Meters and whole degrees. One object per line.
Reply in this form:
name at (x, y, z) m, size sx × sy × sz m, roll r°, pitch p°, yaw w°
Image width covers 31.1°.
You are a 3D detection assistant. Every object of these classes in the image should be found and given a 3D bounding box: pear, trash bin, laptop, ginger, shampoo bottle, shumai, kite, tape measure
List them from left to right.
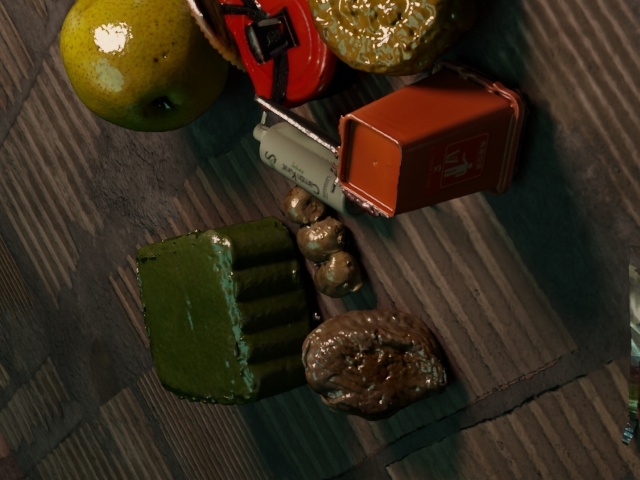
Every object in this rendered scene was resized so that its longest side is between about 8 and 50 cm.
pear at (-0.294, -0.316, 1.951) m, size 0.294 × 0.294 × 0.294 m, roll 27°, pitch 129°, yaw 41°
tape measure at (-0.039, -0.335, 1.764) m, size 0.260 × 0.114 × 0.253 m, roll -18°, pitch 95°, yaw 54°
shampoo bottle at (-0.020, -0.127, 1.876) m, size 0.262 × 0.085 × 0.085 m, roll 33°, pitch 132°, yaw 38°
ginger at (0.000, 0.000, 1.924) m, size 0.104 × 0.080 × 0.204 m, roll -15°, pitch 99°, yaw 59°
laptop at (0.037, -0.133, 1.723) m, size 0.269 × 0.187 × 0.015 m, roll 36°, pitch 98°, yaw 26°
shumai at (0.087, 0.197, 1.898) m, size 0.185 × 0.218 × 0.184 m, roll -41°, pitch -67°, yaw -88°
trash bin at (0.137, -0.137, 1.545) m, size 0.184 × 0.238 × 0.161 m, roll 36°, pitch 134°, yaw 38°
kite at (0.461, 0.161, 1.487) m, size 0.169 × 0.015 × 0.310 m, roll 22°, pitch 124°, yaw 43°

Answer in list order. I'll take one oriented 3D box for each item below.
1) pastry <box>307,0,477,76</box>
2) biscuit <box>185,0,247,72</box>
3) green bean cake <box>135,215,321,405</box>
pastry at (0.099, -0.339, 1.540) m, size 0.240 × 0.132 × 0.235 m, roll 38°, pitch 121°, yaw 17°
biscuit at (-0.163, -0.386, 1.895) m, size 0.031 × 0.176 × 0.229 m, roll -31°, pitch 43°, yaw 30°
green bean cake at (-0.160, 0.125, 2.100) m, size 0.335 × 0.218 × 0.319 m, roll -5°, pitch 97°, yaw 46°
